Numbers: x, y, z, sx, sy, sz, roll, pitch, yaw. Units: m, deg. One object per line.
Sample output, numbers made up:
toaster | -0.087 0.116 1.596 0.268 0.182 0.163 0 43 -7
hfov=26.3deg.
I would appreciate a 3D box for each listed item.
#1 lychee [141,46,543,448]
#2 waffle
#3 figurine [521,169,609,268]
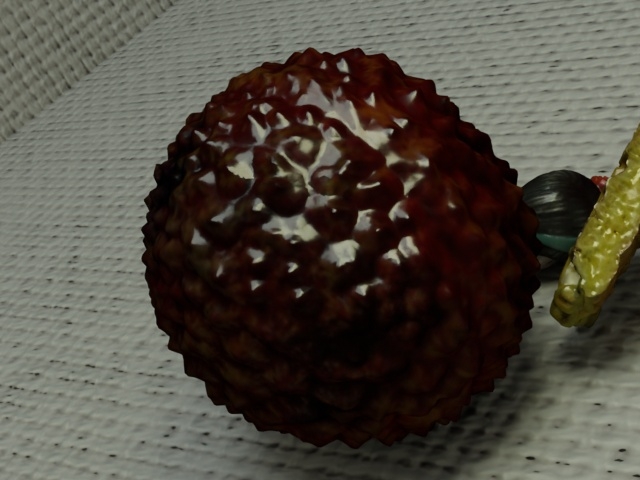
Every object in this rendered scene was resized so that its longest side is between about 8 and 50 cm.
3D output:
lychee | 0.000 0.000 1.468 0.500 0.424 0.424 33 60 33
waffle | 0.315 -0.003 1.472 0.057 0.219 0.229 28 84 15
figurine | 0.235 -0.019 1.654 0.245 0.110 0.138 -14 25 40
